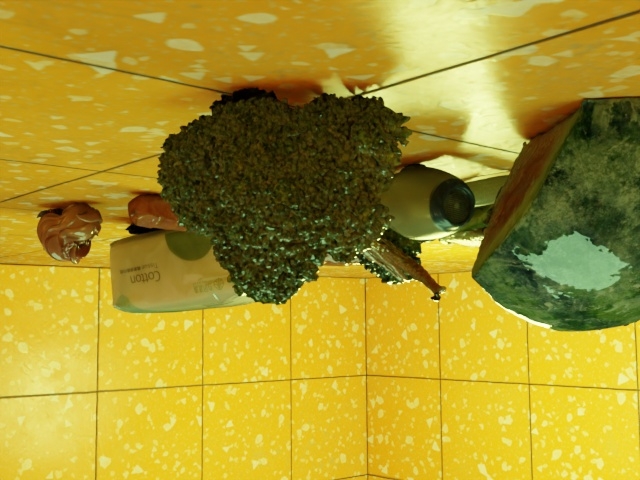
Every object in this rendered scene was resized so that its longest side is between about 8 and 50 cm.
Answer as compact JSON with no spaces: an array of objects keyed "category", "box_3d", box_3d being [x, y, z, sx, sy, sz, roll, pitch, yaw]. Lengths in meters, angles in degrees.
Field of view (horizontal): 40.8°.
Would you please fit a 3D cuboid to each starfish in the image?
[{"category":"starfish","box_3d":[0.004,-0.010,1.395,0.383,0.132,0.398,32,162,-5]}]

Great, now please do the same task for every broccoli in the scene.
[{"category":"broccoli","box_3d":[0.182,-0.017,1.666,0.274,0.177,0.198,-17,-175,-29]},{"category":"broccoli","box_3d":[-0.049,-0.061,1.012,0.252,0.221,0.361,-36,-178,-12]}]

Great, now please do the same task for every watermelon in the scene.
[{"category":"watermelon","box_3d":[0.335,-0.053,1.094,0.228,0.258,0.387,14,130,-2]}]

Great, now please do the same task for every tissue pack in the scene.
[{"category":"tissue pack","box_3d":[-0.263,0.060,1.945,0.356,0.194,0.266,-10,174,30]}]

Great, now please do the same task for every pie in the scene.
[{"category":"pie","box_3d":[0.339,-0.028,1.775,0.205,0.084,0.179,-6,173,21]}]

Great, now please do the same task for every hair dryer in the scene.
[{"category":"hair dryer","box_3d":[0.172,-0.071,1.384,0.295,0.119,0.298,3,-169,43]}]

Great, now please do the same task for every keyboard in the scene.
[{"category":"keyboard","box_3d":[-0.385,-0.036,1.946,0.093,0.025,0.230,0,175,-21]}]

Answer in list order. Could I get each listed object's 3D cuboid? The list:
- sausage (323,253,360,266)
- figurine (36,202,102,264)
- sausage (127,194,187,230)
[{"category":"sausage","box_3d":[0.077,0.006,1.969,0.259,0.114,0.113,-1,175,-12]},{"category":"figurine","box_3d":[-0.495,-0.016,1.702,0.114,0.126,0.157,-47,-158,-28]},{"category":"sausage","box_3d":[-0.292,-0.051,1.598,0.065,0.065,0.169,-6,172,42]}]
